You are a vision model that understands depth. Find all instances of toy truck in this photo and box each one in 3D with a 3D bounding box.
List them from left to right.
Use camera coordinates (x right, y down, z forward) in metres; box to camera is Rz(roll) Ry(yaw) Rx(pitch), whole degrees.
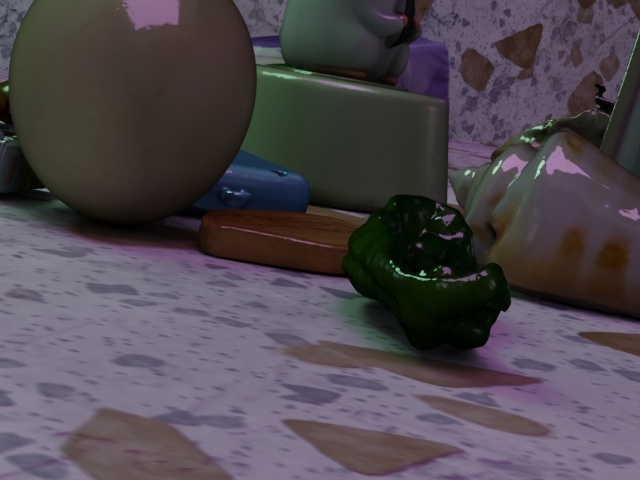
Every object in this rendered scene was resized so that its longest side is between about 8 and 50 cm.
[{"bbox_3d":[-0.245,-0.063,1.095,0.063,0.052,0.123,17,6,7],"label":"toy truck"}]

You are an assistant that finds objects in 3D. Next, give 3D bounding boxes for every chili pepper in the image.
[{"bbox_3d":[0.063,0.019,0.834,0.100,0.074,0.257,13,12,-2],"label":"chili pepper"}]

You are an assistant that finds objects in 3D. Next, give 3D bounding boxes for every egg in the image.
[{"bbox_3d":[-0.140,-0.116,1.048,0.186,0.186,0.241,9,39,-11],"label":"egg"}]

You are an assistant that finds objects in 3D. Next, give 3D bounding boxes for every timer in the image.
[{"bbox_3d":[0.025,-0.204,1.539,0.291,0.315,0.291,11,7,-1],"label":"timer"}]

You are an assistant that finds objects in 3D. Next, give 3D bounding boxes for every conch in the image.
[{"bbox_3d":[0.216,-0.016,1.066,0.255,0.127,0.158,13,7,16],"label":"conch"}]

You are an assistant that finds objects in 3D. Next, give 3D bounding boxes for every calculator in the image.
[{"bbox_3d":[-0.122,-0.063,1.265,0.173,0.051,0.293,8,8,-26],"label":"calculator"}]

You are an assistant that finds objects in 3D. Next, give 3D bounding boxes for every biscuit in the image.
[{"bbox_3d":[0.000,0.000,1.035,0.221,0.029,0.142,5,9,-35],"label":"biscuit"}]

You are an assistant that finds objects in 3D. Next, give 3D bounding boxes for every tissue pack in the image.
[{"bbox_3d":[0.004,-0.230,2.081,0.242,0.160,0.338,13,19,42],"label":"tissue pack"}]

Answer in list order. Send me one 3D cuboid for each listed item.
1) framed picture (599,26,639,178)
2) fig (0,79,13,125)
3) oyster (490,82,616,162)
[{"bbox_3d":[0.337,-0.076,1.147,0.213,0.289,0.016,14,-18,26],"label":"framed picture"},{"bbox_3d":[-0.301,-0.122,1.421,0.084,0.082,0.098,-26,-4,-9],"label":"fig"},{"bbox_3d":[0.317,-0.037,1.239,0.337,0.133,0.198,20,-13,5],"label":"oyster"}]
